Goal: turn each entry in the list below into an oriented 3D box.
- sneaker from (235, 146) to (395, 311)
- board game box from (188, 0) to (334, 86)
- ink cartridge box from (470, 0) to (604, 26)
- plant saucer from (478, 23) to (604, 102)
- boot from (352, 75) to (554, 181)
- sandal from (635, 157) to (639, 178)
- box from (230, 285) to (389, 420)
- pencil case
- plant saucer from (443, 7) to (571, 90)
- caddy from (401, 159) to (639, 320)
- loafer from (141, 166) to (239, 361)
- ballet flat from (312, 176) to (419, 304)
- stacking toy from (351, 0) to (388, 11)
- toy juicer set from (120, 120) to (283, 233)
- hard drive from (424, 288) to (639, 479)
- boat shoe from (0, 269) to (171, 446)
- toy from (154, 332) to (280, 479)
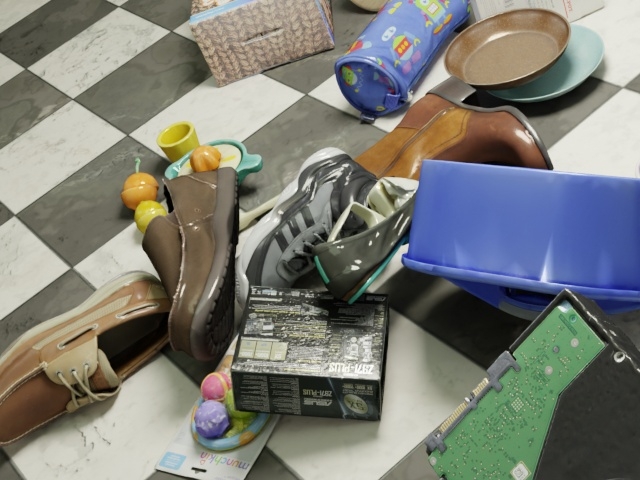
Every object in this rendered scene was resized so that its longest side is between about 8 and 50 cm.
[{"bbox_3d":[0.000,0.000,1.570,0.153,0.101,0.268,22,73,39],"label":"sneaker"},{"bbox_3d":[-0.108,-0.454,2.165,0.232,0.141,0.291,-17,37,11],"label":"board game box"},{"bbox_3d":[0.347,-0.399,1.862,0.198,0.115,0.067,-21,37,4],"label":"ink cartridge box"},{"bbox_3d":[0.341,-0.262,1.765,0.195,0.037,0.195,-16,38,13],"label":"plant saucer"},{"bbox_3d":[0.156,-0.093,1.628,0.280,0.096,0.264,-40,51,-9],"label":"boot"},{"bbox_3d":[0.580,-0.100,1.380,0.416,0.102,0.169,10,49,38],"label":"sandal"},{"bbox_3d":[-0.009,0.137,1.412,0.180,0.077,0.147,3,42,5],"label":"box"},{"bbox_3d":[0.142,-0.332,1.895,0.133,0.119,0.306,34,57,3],"label":"pencil case"},{"bbox_3d":[0.288,-0.286,1.763,0.199,0.036,0.198,-16,37,12],"label":"plant saucer"},{"bbox_3d":[0.258,0.006,1.339,0.341,0.179,0.241,8,7,37],"label":"caddy"},{"bbox_3d":[-0.183,0.031,1.598,0.130,0.133,0.366,0,35,0],"label":"loafer"},{"bbox_3d":[0.088,-0.026,1.467,0.280,0.096,0.095,-38,-8,-44],"label":"ballet flat"},{"bbox_3d":[0.160,-0.572,2.171,0.141,0.141,0.330,5,43,34],"label":"stacking toy"},{"bbox_3d":[-0.200,-0.088,1.821,0.209,0.089,0.329,-43,41,-23],"label":"toy juicer set"},{"bbox_3d":[0.259,0.240,1.060,0.237,0.064,0.339,-51,47,16],"label":"hard drive"},{"bbox_3d":[-0.327,0.165,1.568,0.324,0.123,0.116,-42,42,-18],"label":"boat shoe"},{"bbox_3d":[-0.109,0.193,1.461,0.137,0.056,0.237,5,46,36],"label":"toy"}]
